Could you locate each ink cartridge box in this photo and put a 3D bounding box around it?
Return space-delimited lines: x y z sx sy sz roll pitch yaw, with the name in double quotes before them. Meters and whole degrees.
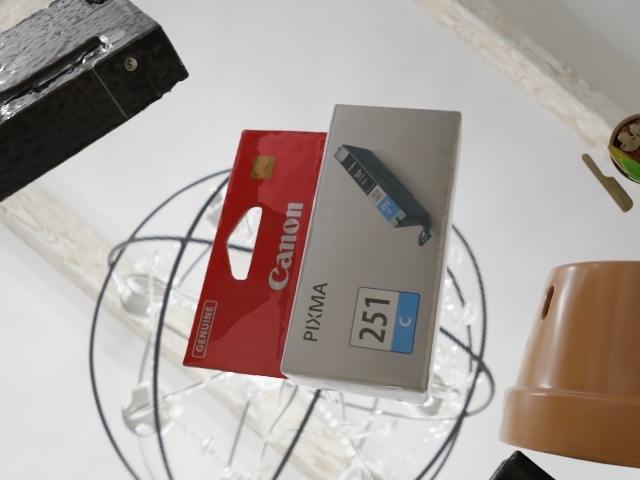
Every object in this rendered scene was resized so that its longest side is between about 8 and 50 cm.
"ink cartridge box" 0.000 0.000 0.746 0.261 0.066 0.296 5 -112 14

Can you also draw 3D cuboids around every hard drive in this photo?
"hard drive" -0.306 -0.111 0.662 0.339 0.064 0.237 -35 -141 -10

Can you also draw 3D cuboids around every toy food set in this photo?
"toy food set" 0.519 -0.143 1.127 0.192 0.038 0.132 -34 -107 -3

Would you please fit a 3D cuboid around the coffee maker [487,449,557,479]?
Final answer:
"coffee maker" 0.218 0.270 0.626 0.178 0.171 0.120 33 -124 23

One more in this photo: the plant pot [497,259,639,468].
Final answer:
"plant pot" 0.353 0.138 0.800 0.291 0.291 0.203 9 -100 -13
